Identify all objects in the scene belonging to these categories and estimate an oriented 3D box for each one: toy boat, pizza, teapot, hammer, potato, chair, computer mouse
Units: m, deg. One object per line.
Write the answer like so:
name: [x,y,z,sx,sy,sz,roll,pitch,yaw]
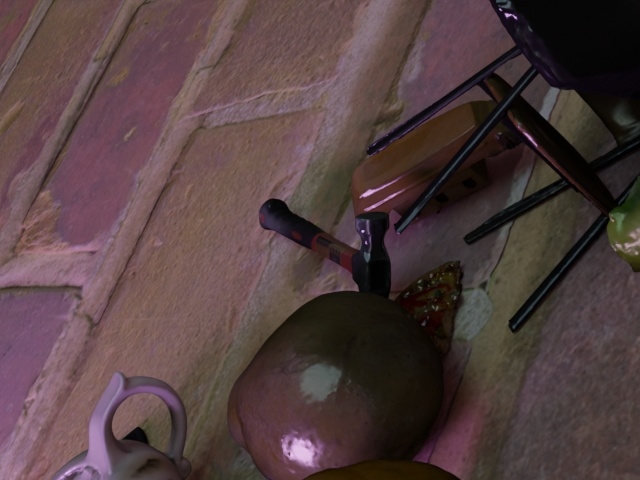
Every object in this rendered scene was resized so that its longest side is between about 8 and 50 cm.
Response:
toy boat: [0.114,-0.071,1.249,0.200,0.077,0.057,-30,45,29]
pizza: [0.094,0.055,1.194,0.100,0.029,0.099,13,67,54]
teapot: [-0.214,0.272,1.253,0.204,0.139,0.298,5,62,56]
hammer: [-0.001,0.000,1.320,0.287,0.033,0.111,-149,53,-63]
potato: [0.009,0.130,1.115,0.177,0.160,0.235,-25,2,-33]
chair: [0.184,-0.085,1.106,0.247,0.158,0.172,-41,33,17]
computer mouse: [0.248,-0.195,1.034,0.087,0.295,0.168,-45,62,41]

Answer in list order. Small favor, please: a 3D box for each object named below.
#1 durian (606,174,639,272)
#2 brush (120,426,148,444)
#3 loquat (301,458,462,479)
durian: [0.323,-0.063,0.970,0.250,0.101,0.139,-41,34,15]
brush: [-0.257,0.272,1.413,0.193,0.016,0.063,-40,34,15]
loquat: [0.049,0.249,0.927,0.234,0.176,0.187,11,109,64]
